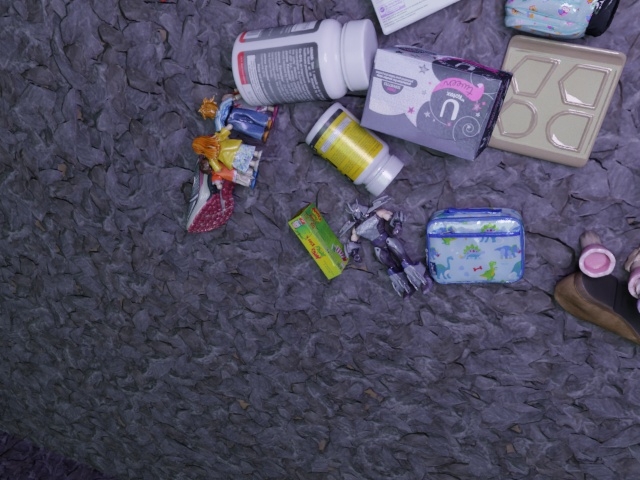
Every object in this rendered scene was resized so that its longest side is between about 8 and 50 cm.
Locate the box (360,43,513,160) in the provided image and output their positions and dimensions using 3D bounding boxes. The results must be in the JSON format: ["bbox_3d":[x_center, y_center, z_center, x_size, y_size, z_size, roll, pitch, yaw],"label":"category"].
[{"bbox_3d":[0.229,-0.283,1.009,0.247,0.142,0.163,22,122,18],"label":"box"}]

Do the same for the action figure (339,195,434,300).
[{"bbox_3d":[0.160,0.013,1.239,0.285,0.099,0.185,50,130,-4],"label":"action figure"}]

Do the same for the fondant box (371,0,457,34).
[{"bbox_3d":[0.174,-0.590,0.922,0.238,0.096,0.330,-16,110,27],"label":"fondant box"}]

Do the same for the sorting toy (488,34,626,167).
[{"bbox_3d":[0.414,-0.291,1.023,0.307,0.041,0.229,18,120,19],"label":"sorting toy"}]

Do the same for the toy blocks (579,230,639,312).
[{"bbox_3d":[0.706,0.026,0.942,0.309,0.260,0.288,29,122,5],"label":"toy blocks"}]

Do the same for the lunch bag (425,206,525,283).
[{"bbox_3d":[0.357,0.010,1.168,0.219,0.090,0.176,0,113,19],"label":"lunch bag"}]

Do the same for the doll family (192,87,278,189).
[{"bbox_3d":[-0.202,-0.251,1.151,0.163,0.118,0.262,16,79,-4],"label":"doll family"}]

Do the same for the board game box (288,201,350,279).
[{"bbox_3d":[0.000,0.000,1.292,0.043,0.092,0.181,-28,103,29],"label":"board game box"}]

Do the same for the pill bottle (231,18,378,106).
[{"bbox_3d":[-0.028,-0.377,1.068,0.283,0.161,0.161,1,116,20],"label":"pill bottle"}]

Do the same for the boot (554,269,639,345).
[{"bbox_3d":[0.675,0.168,1.143,0.305,0.112,0.115,34,153,-4],"label":"boot"}]

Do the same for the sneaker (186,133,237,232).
[{"bbox_3d":[-0.287,-0.139,1.330,0.112,0.121,0.299,50,128,26],"label":"sneaker"}]

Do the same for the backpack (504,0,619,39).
[{"bbox_3d":[0.423,-0.420,0.890,0.182,0.152,0.115,22,113,23],"label":"backpack"}]

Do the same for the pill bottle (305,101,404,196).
[{"bbox_3d":[0.080,-0.203,1.142,0.208,0.119,0.119,40,122,-2],"label":"pill bottle"}]
